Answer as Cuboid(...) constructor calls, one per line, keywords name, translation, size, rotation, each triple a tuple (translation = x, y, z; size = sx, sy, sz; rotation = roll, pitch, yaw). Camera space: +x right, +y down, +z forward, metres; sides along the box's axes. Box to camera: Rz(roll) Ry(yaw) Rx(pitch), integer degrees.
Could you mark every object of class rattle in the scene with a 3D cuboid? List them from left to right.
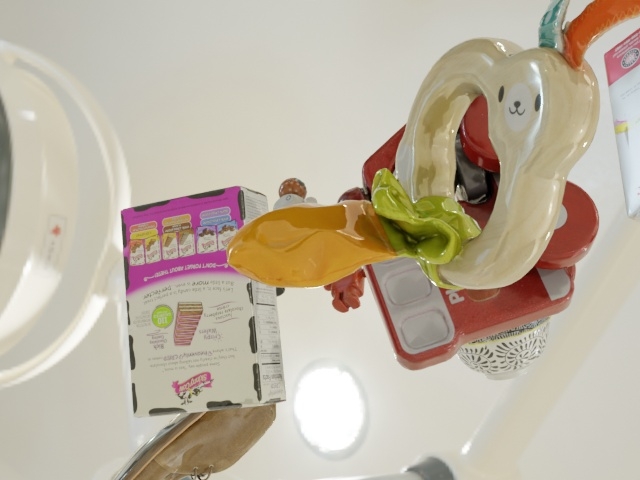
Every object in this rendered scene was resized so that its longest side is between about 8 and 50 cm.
Cuboid(name="rattle", translation=(0.051, -0.058, 0.384), size=(0.200, 0.142, 0.130), rotation=(124, -24, -59))

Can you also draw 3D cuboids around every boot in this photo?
Cuboid(name="boot", translation=(-0.186, 0.300, 1.157), size=(0.115, 0.305, 0.112), rotation=(50, -17, -8))

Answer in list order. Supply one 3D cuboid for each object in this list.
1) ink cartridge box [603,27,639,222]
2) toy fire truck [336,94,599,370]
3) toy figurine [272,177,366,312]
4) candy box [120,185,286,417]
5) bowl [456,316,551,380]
Cuboid(name="ink cartridge box", translation=(0.545, -0.188, 1.202), size=(0.226, 0.131, 0.306), rotation=(-35, -134, 51))
Cuboid(name="toy fire truck", translation=(0.158, -0.024, 0.983), size=(0.169, 0.253, 0.302), rotation=(80, -9, -64))
Cuboid(name="toy figurine", translation=(0.000, 0.000, 1.435), size=(0.213, 0.209, 0.148), rotation=(104, -4, -46))
Cuboid(name="candy box", translation=(-0.131, 0.070, 0.928), size=(0.159, 0.071, 0.234), rotation=(-9, -101, 22))
Cuboid(name="bowl", translation=(0.286, 0.169, 1.318), size=(0.170, 0.170, 0.080), rotation=(-9, -81, 53))
